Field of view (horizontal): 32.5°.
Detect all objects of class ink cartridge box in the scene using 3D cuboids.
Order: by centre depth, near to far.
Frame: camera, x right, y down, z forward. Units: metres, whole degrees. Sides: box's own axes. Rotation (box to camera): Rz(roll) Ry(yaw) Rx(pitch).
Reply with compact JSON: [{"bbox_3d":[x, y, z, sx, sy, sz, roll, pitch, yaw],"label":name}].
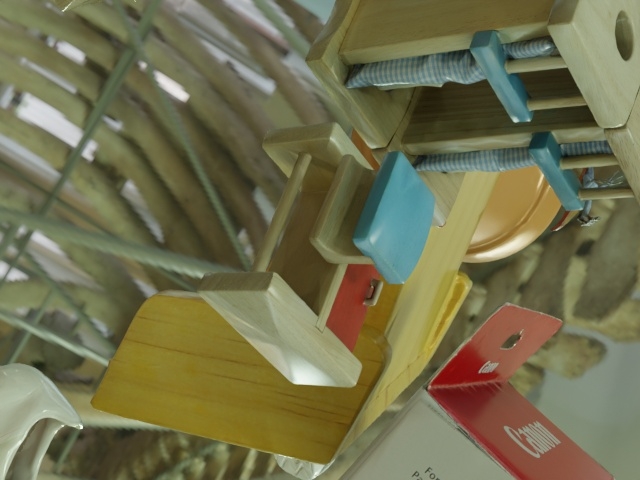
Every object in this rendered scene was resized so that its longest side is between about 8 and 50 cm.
[{"bbox_3d":[0.109,0.189,0.779,0.272,0.130,0.309,-50,162,8],"label":"ink cartridge box"}]

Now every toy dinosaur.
[{"bbox_3d":[0.292,-0.060,1.213,0.047,0.090,0.082,45,35,-77],"label":"toy dinosaur"}]

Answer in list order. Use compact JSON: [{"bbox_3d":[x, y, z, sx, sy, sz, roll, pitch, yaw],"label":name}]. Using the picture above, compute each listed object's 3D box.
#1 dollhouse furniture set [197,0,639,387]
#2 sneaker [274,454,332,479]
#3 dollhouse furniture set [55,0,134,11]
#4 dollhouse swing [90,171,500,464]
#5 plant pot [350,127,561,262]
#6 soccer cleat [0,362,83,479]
[{"bbox_3d":[0.065,-0.020,0.471,0.129,0.129,0.184,-2,-126,37],"label":"dollhouse furniture set"},{"bbox_3d":[0.017,0.166,1.350,0.153,0.094,0.235,-31,127,-46],"label":"sneaker"},{"bbox_3d":[-0.157,-0.272,0.875,0.144,0.123,0.151,-25,-176,46],"label":"dollhouse furniture set"},{"bbox_3d":[0.000,0.000,1.033,0.347,0.315,0.305,-23,121,-69],"label":"dollhouse swing"},{"bbox_3d":[0.177,-0.120,1.518,0.291,0.291,0.203,-55,151,16],"label":"plant pot"},{"bbox_3d":[-0.228,0.164,0.671,0.196,0.076,0.068,-54,165,-11],"label":"soccer cleat"}]
